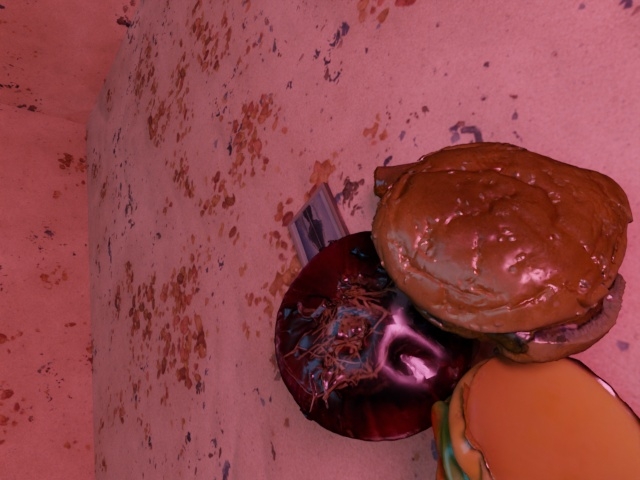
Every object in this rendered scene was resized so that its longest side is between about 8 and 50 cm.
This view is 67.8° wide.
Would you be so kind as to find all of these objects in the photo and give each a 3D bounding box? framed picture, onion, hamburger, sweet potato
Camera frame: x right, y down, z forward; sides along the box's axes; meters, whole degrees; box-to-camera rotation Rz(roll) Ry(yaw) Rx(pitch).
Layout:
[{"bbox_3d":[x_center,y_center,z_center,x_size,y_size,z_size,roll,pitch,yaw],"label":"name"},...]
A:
[{"bbox_3d":[0.000,0.000,0.992,0.150,0.015,0.203,-47,50,35],"label":"framed picture"},{"bbox_3d":[0.082,0.134,0.712,0.313,0.232,0.314,-9,63,18],"label":"onion"},{"bbox_3d":[0.227,0.244,0.518,0.149,0.237,0.237,110,144,-45],"label":"hamburger"},{"bbox_3d":[0.181,-0.090,0.745,0.243,0.077,0.077,3,85,39],"label":"sweet potato"},{"bbox_3d":[0.210,-0.010,0.561,0.284,0.265,0.134,22,137,31],"label":"hamburger"}]
